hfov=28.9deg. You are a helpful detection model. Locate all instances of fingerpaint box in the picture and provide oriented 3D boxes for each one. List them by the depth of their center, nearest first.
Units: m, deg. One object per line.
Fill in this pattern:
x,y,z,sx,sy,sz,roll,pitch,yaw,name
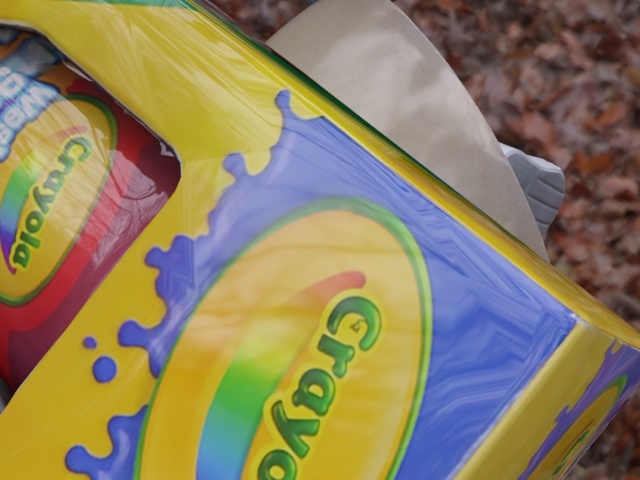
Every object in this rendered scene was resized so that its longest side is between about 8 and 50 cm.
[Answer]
-0.163,0.097,0.468,0.371,0.445,0.163,41,8,23,fingerpaint box

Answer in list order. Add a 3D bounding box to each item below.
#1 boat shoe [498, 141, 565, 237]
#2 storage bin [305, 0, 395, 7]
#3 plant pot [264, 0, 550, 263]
0.203,-0.067,1.419,0.094,0.302,0.109,33,91,25,boat shoe
0.025,-0.238,1.053,0.135,0.098,0.091,-32,95,-50,storage bin
0.000,0.000,0.832,0.190,0.284,0.284,-29,61,-9,plant pot
